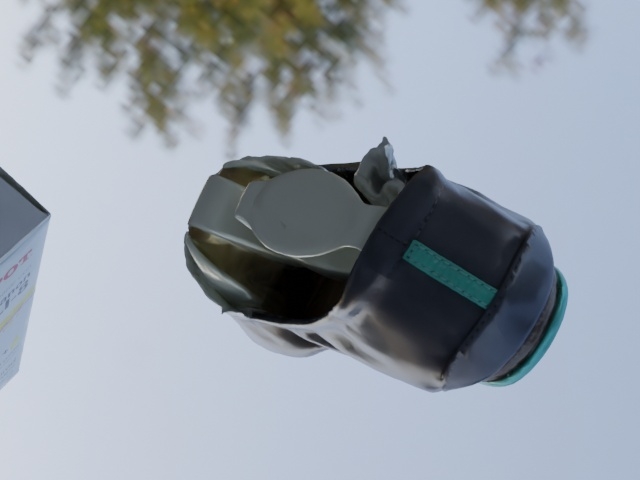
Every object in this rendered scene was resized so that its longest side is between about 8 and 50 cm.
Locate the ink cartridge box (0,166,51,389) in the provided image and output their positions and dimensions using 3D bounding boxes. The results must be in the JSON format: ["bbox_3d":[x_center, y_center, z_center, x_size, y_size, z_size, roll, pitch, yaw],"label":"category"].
[{"bbox_3d":[-0.219,0.027,0.797,0.128,0.127,0.176,-46,170,-30],"label":"ink cartridge box"}]

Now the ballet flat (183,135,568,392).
[{"bbox_3d":[0.000,0.000,0.522,0.074,0.074,0.203,-58,-160,-9],"label":"ballet flat"}]
